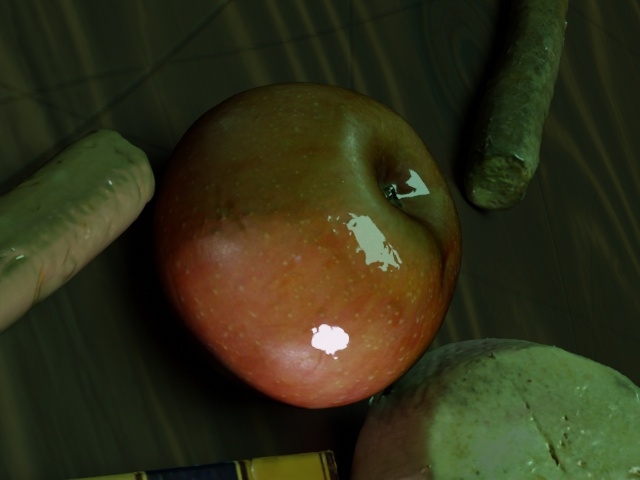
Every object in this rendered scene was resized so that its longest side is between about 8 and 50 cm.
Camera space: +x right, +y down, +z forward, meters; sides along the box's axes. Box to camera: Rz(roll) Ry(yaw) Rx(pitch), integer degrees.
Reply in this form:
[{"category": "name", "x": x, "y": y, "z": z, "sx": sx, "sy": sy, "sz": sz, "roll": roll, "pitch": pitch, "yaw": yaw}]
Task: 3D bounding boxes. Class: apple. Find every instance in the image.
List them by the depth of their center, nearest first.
[{"category": "apple", "x": 0.000, "y": 0.000, "z": 0.763, "sx": 0.201, "sy": 0.162, "sz": 0.201, "roll": 23, "pitch": 57, "yaw": -39}]

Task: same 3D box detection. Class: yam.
[{"category": "yam", "x": 0.177, "y": -0.148, "z": 1.126, "sx": 0.066, "sy": 0.066, "sz": 0.300, "roll": 45, "pitch": 42, "yaw": -25}]

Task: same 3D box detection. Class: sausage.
[{"category": "sausage", "x": -0.179, "y": 0.024, "z": 0.627, "sx": 0.066, "sy": 0.065, "sz": 0.301, "roll": 59, "pitch": 41, "yaw": -9}]

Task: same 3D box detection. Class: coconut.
[{"category": "coconut", "x": 0.110, "y": 0.180, "z": 0.785, "sx": 0.197, "sy": 0.237, "sz": 0.237, "roll": 13, "pitch": 52, "yaw": 3}]

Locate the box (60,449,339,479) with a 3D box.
[{"category": "box", "x": -0.077, "y": 0.194, "z": 0.655, "sx": 0.237, "sy": 0.070, "sz": 0.152, "roll": 4, "pitch": 69, "yaw": -46}]
